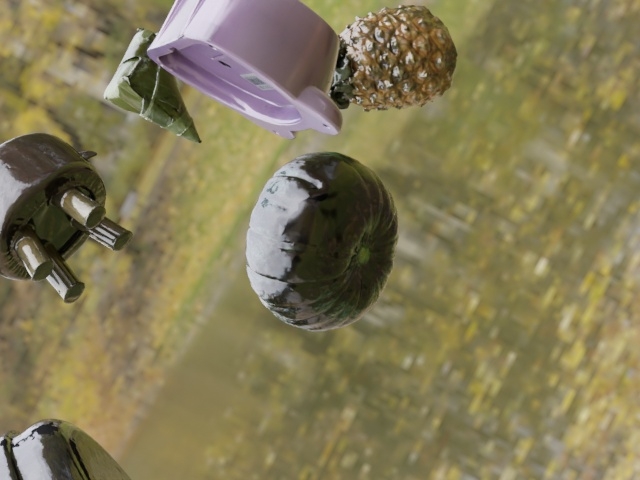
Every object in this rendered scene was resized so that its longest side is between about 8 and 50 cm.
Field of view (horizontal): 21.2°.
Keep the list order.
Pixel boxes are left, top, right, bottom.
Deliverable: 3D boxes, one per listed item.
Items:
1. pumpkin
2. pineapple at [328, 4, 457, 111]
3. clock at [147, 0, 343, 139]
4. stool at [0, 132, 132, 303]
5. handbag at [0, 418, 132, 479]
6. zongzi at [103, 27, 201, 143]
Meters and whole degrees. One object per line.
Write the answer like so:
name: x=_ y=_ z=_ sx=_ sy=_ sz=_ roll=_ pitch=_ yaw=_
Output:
pumpkin: x=0.000 y=0.000 z=1.872 sx=0.202 sy=0.140 sz=0.202 roll=-27 pitch=-54 yaw=-45
pineapple: x=0.029 y=-0.166 z=1.653 sx=0.108 sy=0.198 sz=0.108 roll=167 pitch=90 yaw=-73
clock: x=-0.037 y=-0.110 z=1.021 sx=0.050 sy=0.110 sz=0.153 roll=-60 pitch=16 yaw=-7
stool: x=-0.263 y=-0.008 z=1.464 sx=0.217 sy=0.121 sz=0.125 roll=-30 pitch=-30 yaw=-28
handbag: x=-0.141 y=0.263 z=1.233 sx=0.093 sy=0.308 sz=0.254 roll=-36 pitch=-2 yaw=-3
zongzi: x=-0.170 y=-0.174 z=1.910 sx=0.055 sy=0.119 sz=0.109 roll=-44 pitch=21 yaw=49
